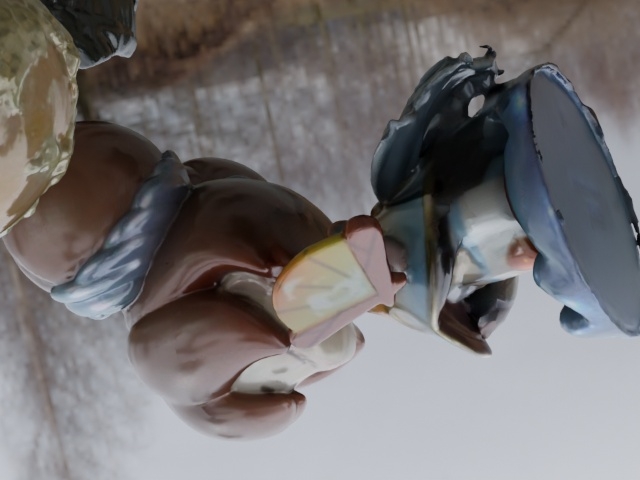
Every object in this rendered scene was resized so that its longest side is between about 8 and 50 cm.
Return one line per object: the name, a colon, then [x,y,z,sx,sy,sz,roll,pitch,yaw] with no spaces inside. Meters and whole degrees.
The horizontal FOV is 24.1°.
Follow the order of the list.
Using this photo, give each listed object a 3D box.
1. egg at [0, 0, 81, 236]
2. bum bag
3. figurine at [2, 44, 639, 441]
egg: [-0.258,-0.082,0.854,0.245,0.203,0.203,0,-169,8]
bum bag: [-0.213,-0.302,1.430,0.079,0.326,0.142,-17,152,28]
figurine: [0.000,0.001,1.027,0.388,0.248,0.276,-21,161,26]
